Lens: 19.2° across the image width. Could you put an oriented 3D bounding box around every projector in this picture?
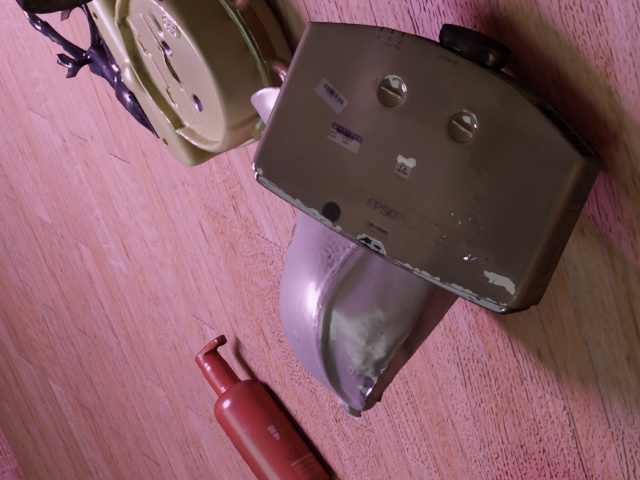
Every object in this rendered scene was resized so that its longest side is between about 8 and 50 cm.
[{"bbox_3d":[0.092,-0.078,1.548,0.269,0.088,0.193,29,106,23],"label":"projector"}]

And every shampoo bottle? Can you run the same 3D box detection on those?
[{"bbox_3d":[-0.085,0.242,2.496,0.244,0.085,0.085,54,159,10],"label":"shampoo bottle"}]

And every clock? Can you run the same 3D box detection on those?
[{"bbox_3d":[-0.116,-0.196,1.931,0.235,0.096,0.308,62,157,-11],"label":"clock"}]

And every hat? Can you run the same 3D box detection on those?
[{"bbox_3d":[0.008,0.000,1.737,0.301,0.168,0.258,57,-178,9],"label":"hat"}]

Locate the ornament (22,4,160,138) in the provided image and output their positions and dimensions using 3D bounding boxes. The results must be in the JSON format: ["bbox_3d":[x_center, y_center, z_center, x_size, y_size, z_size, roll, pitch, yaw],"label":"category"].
[{"bbox_3d":[-0.263,-0.243,2.202,0.236,0.080,0.202,39,156,39],"label":"ornament"}]

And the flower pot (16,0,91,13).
[{"bbox_3d":[-0.251,-0.313,1.832,0.148,0.235,0.235,66,160,8],"label":"flower pot"}]
